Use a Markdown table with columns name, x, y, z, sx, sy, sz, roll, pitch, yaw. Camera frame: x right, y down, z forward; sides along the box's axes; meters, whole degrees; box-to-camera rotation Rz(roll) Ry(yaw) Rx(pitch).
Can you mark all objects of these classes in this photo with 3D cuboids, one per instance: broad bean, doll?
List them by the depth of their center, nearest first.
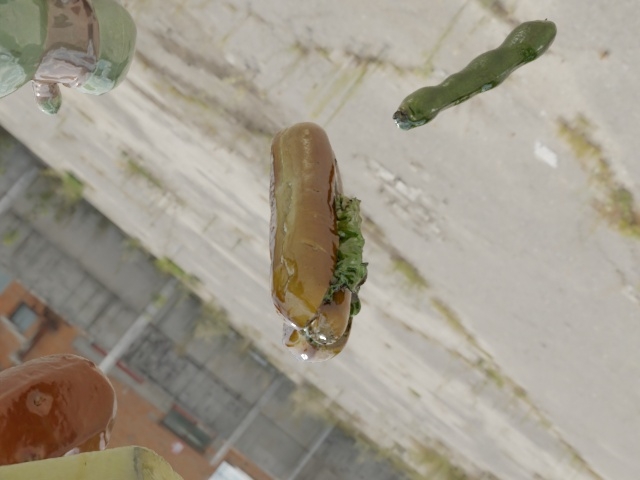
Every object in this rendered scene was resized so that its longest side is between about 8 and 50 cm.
| name | x | y | z | sx | sy | sz | roll | pitch | yaw |
| --- | --- | --- | --- | --- | --- | --- | --- | --- | --- |
| doll | -0.268 | -0.185 | 0.965 | 0.275 | 0.155 | 0.113 | -7 | -137 | -50 |
| broad bean | 0.185 | -0.199 | 1.312 | 0.052 | 0.256 | 0.053 | 53 | 162 | 20 |

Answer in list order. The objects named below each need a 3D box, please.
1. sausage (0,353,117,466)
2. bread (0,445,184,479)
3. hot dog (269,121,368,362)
| name | x | y | z | sx | sy | sz | roll | pitch | yaw |
| --- | --- | --- | --- | --- | --- | --- | --- | --- | --- |
| sausage | -0.352 | 0.226 | 1.294 | 0.153 | 0.141 | 0.268 | 58 | -145 | 3 |
| bread | -0.206 | 0.338 | 0.793 | 0.242 | 0.404 | 0.346 | 61 | -159 | -28 |
| hot dog | 0.000 | 0.000 | 1.170 | 0.337 | 0.100 | 0.135 | -93 | -6 | -51 |
